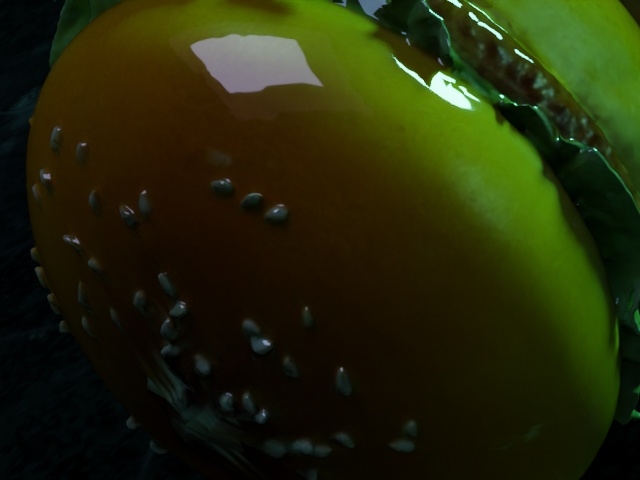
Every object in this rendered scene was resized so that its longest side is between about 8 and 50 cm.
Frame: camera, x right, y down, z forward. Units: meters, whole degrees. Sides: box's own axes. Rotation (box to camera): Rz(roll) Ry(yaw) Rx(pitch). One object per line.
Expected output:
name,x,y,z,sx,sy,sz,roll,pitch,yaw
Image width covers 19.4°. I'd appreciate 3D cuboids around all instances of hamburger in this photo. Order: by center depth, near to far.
hamburger,0.001,0.001,0.634,0.246,0.246,0.170,-3,40,46

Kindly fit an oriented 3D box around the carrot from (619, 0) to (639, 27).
carrot,0.195,-0.147,0.816,0.193,0.087,0.087,-31,25,15
